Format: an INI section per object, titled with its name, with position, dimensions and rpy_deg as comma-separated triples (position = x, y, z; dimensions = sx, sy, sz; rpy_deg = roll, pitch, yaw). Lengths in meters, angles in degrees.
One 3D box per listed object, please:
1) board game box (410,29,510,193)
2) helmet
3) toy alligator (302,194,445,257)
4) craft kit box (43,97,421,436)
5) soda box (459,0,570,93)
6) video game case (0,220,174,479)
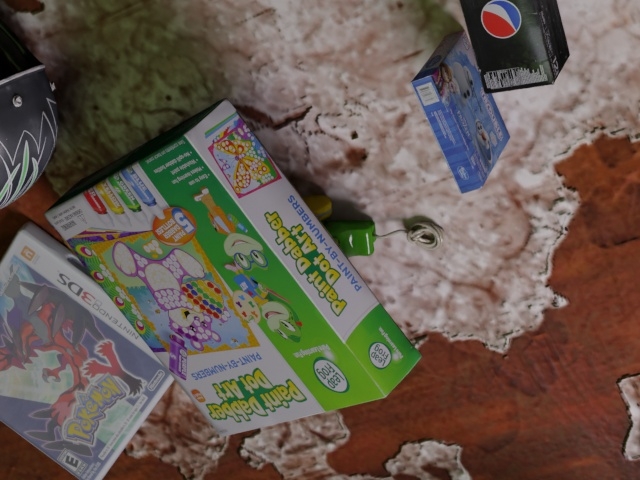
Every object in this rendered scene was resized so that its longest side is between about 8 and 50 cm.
[board game box]
position = 0.102, -0.093, 1.179
dimensions = 0.020, 0.090, 0.090
rpy_deg = -16, 110, 27
[helmet]
position = -0.287, -0.094, 1.296
dimensions = 0.161, 0.169, 0.169
rpy_deg = 46, 126, 14
[toy alligator]
position = 0.000, 0.000, 1.296
dimensions = 0.190, 0.051, 0.056
rpy_deg = 4, 119, 20
[craft kit box]
position = -0.076, 0.032, 1.293
dimensions = 0.246, 0.061, 0.250
rpy_deg = 50, 146, -12
[soda box]
position = 0.123, -0.190, 1.135
dimensions = 0.053, 0.060, 0.168
rpy_deg = -7, 114, 24
[video game case]
position = -0.230, 0.106, 1.467
dimensions = 0.183, 0.023, 0.201
rpy_deg = 37, 125, 0
